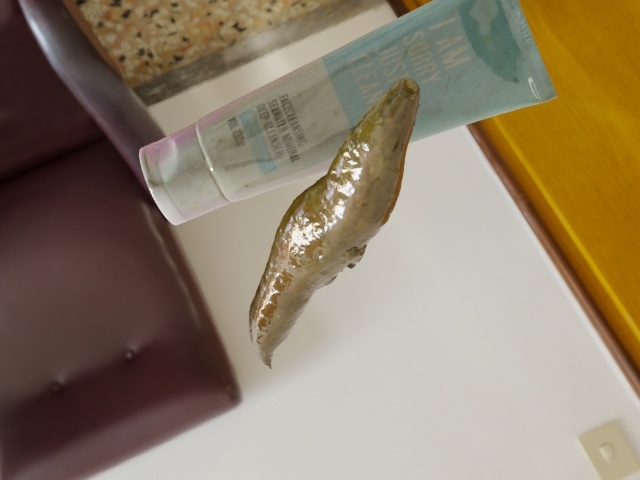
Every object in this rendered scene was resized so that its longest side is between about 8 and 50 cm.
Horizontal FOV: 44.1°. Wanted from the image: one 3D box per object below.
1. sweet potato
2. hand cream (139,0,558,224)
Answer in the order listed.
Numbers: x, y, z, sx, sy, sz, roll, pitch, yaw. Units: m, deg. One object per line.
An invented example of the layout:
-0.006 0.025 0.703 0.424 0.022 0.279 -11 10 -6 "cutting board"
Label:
0.000 0.000 0.570 0.067 0.067 0.274 -5 140 -36 "sweet potato"
0.018 -0.098 0.606 0.312 0.111 0.070 -24 179 6 "hand cream"
